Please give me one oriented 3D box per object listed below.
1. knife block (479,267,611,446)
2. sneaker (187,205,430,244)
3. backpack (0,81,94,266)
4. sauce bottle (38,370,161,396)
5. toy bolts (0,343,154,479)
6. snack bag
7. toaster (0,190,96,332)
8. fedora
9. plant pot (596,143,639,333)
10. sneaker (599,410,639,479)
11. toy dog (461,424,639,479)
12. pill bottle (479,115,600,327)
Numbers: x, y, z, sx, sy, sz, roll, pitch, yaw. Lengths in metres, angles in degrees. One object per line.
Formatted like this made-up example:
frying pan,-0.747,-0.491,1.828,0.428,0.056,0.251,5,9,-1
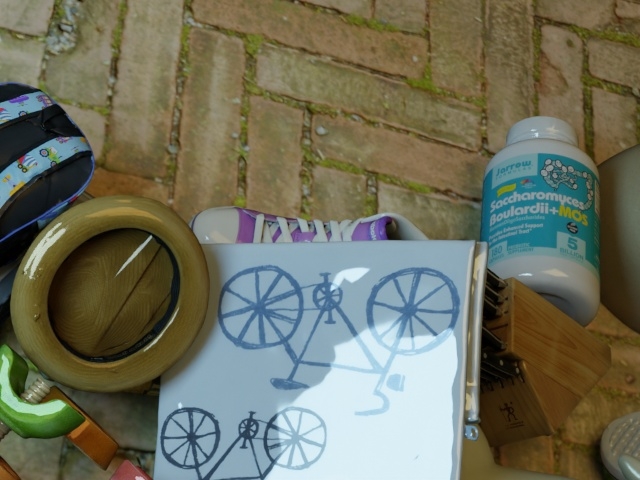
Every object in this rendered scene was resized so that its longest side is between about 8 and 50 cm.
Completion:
knife block,0.204,0.093,1.651,0.276,0.088,0.242,-32,101,-53
sneaker,0.000,-0.001,1.644,0.282,0.161,0.102,16,57,-18
backpack,-0.307,-0.059,1.383,0.173,0.117,0.158,-35,76,-30
sauce bottle,-0.118,0.115,1.538,0.345,0.111,0.111,10,57,-21
toy bolts,-0.251,0.240,1.359,0.228,0.218,0.158,41,80,15
snack bag,-0.005,0.162,1.397,0.323,0.037,0.342,-1,74,18
toaster,-0.340,0.002,1.484,0.146,0.129,0.227,39,55,4
fedora,-0.202,0.047,1.402,0.194,0.079,0.194,-3,100,-17
plant pot,0.489,-0.029,1.900,0.284,0.191,0.284,13,56,-20
sneaker,0.489,0.285,1.762,0.321,0.127,0.126,4,50,3
toy dog,0.173,0.298,1.468,0.408,0.284,0.395,34,61,3
pill bottle,0.269,-0.023,1.807,0.146,0.146,0.264,19,54,-17
